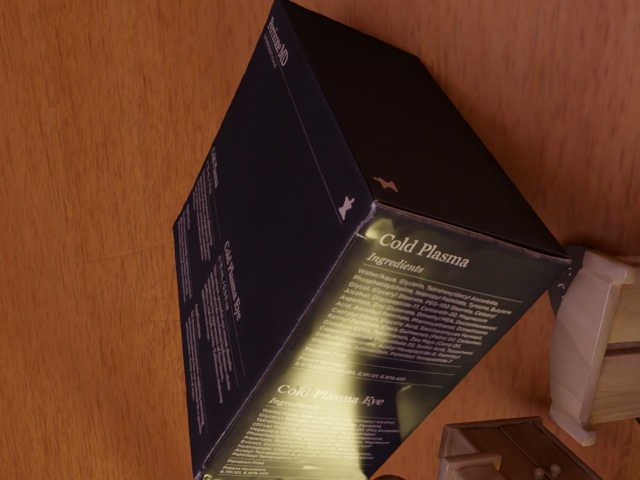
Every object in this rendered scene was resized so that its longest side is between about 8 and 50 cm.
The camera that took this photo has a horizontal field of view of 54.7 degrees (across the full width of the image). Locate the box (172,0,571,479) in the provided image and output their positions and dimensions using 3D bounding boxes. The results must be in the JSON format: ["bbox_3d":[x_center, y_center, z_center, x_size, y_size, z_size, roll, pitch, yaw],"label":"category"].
[{"bbox_3d":[0.000,0.000,0.593,0.312,0.179,0.343,-59,32,32],"label":"box"}]

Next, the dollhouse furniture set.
[{"bbox_3d":[0.204,0.086,0.522,0.174,0.304,0.355,-137,50,-64],"label":"dollhouse furniture set"}]

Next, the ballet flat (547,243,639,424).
[{"bbox_3d":[0.315,0.112,0.622,0.084,0.058,0.249,-39,79,34],"label":"ballet flat"}]
